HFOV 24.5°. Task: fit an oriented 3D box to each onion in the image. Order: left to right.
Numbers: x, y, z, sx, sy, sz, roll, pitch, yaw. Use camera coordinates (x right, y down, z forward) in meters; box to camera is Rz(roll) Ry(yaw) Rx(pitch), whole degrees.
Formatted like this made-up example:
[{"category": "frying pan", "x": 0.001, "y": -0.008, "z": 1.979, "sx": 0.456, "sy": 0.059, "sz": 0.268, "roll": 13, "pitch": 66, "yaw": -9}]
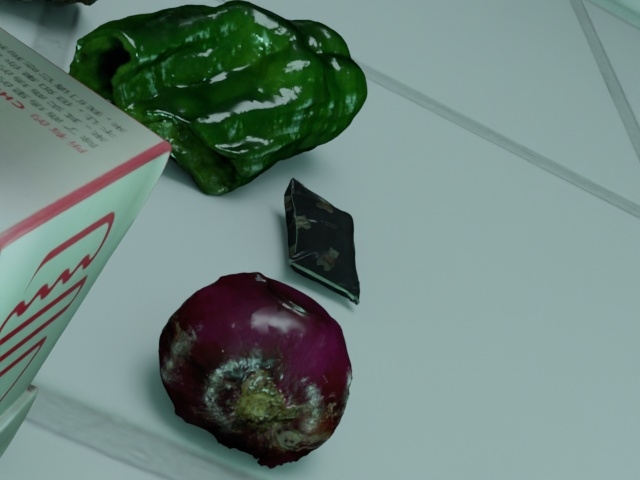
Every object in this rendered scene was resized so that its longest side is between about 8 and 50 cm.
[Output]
[{"category": "onion", "x": -0.053, "y": 0.085, "z": 1.282, "sx": 0.173, "sy": 0.135, "sz": 0.198, "roll": 25, "pitch": 26, "yaw": -23}]

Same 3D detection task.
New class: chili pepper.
[{"category": "chili pepper", "x": -0.098, "y": -0.178, "z": 1.640, "sx": 0.213, "sy": 0.167, "sz": 0.385, "roll": 44, "pitch": 29, "yaw": 24}]

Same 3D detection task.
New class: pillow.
[{"category": "pillow", "x": 0.000, "y": 0.001, "z": 1.580, "sx": 0.090, "sy": 0.048, "sz": 0.150, "roll": 16, "pitch": 34, "yaw": -16}]

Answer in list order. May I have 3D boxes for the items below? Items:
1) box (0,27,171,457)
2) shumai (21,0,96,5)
[{"category": "box", "x": -0.321, "y": 0.004, "z": 0.900, "sx": 0.314, "sy": 0.300, "sz": 0.312, "roll": 34, "pitch": 18, "yaw": 2}, {"category": "shumai", "x": -0.370, "y": -0.359, "z": 1.677, "sx": 0.218, "sy": 0.189, "sz": 0.256, "roll": -32, "pitch": 83, "yaw": -42}]
